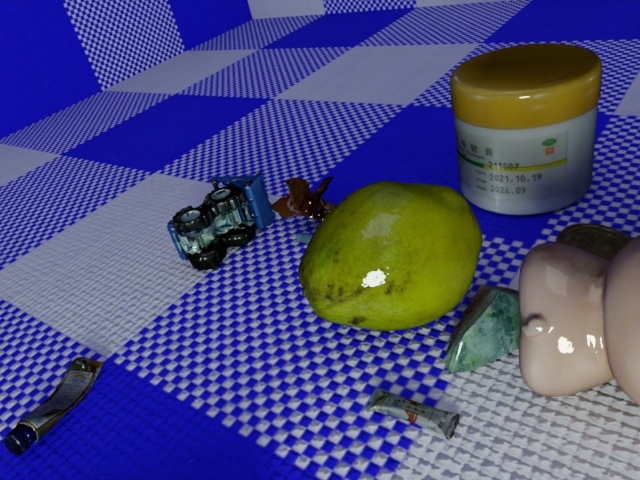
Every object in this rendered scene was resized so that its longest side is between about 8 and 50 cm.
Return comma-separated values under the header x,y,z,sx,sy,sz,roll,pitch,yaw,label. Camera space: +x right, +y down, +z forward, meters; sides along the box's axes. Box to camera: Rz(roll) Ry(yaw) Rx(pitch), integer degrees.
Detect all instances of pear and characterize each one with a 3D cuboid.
x,y,z,sx,sy,sz,roll,pitch,yaw,label
0.097,0.022,0.753,0.269,0.212,0.212,-26,35,-8,pear

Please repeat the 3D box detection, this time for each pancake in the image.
x,y,z,sx,sy,sz,roll,pitch,yaw,label
0.420,0.005,0.827,0.115,0.011,0.115,-9,35,6,pancake

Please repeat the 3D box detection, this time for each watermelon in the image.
x,y,z,sx,sy,sz,roll,pitch,yaw,label
0.228,0.106,0.721,0.180,0.081,0.094,-31,11,-32,watermelon

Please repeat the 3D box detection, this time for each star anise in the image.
x,y,z,sx,sy,sz,roll,pitch,yaw,label
-0.006,-0.098,1.052,0.144,0.158,0.140,-65,16,-18,star anise

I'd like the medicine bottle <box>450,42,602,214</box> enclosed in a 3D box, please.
x,y,z,sx,sy,sz,roll,pitch,yaw,label
0.357,-0.198,0.952,0.238,0.231,0.238,-10,33,6,medicine bottle

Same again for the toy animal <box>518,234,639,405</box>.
x,y,z,sx,sy,sz,roll,pitch,yaw,label
0.325,0.081,0.577,0.221,0.210,0.229,-2,0,5,toy animal

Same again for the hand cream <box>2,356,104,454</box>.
x,y,z,sx,sy,sz,roll,pitch,yaw,label
-0.385,0.235,0.782,0.062,0.039,0.163,-2,29,22,hand cream

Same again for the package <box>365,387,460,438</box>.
x,y,z,sx,sy,sz,roll,pitch,yaw,label
0.109,0.206,0.647,0.110,0.015,0.037,10,35,30,package

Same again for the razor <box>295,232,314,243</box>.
x,y,z,sx,sy,sz,roll,pitch,yaw,label
0.000,0.000,0.969,0.040,0.068,0.135,-33,26,-30,razor

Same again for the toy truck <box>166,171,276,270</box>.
x,y,z,sx,sy,sz,roll,pitch,yaw,label
-0.196,-0.045,1.050,0.126,0.113,0.208,19,45,43,toy truck
